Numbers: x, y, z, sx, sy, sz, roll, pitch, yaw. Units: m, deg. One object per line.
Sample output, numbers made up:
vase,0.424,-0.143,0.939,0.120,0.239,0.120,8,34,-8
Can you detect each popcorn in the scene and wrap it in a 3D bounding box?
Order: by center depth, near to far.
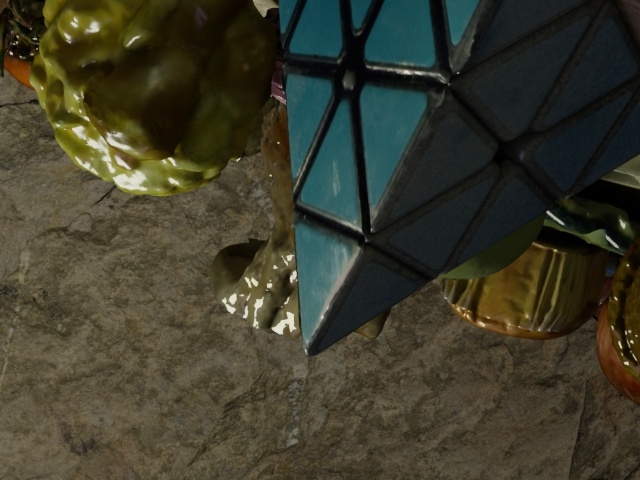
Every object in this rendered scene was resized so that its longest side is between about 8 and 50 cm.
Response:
popcorn,-0.138,-0.169,0.886,0.205,0.237,0.251,10,158,-27

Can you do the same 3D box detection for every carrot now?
carrot,-0.394,-0.311,1.508,0.214,0.193,0.331,5,177,7

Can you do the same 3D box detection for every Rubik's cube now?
Rubik's cube,0.076,-0.099,0.618,0.228,0.229,0.233,-12,115,26

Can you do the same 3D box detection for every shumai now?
shumai,0.000,0.000,1.090,0.267,0.262,0.314,40,-177,-17

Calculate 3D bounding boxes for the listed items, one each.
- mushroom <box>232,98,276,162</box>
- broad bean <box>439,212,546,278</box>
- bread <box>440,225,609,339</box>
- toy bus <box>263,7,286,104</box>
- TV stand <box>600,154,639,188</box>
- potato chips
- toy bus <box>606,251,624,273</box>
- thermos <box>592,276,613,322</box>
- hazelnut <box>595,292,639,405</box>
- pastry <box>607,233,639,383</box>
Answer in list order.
mushroom,-0.186,-0.218,1.477,0.266,0.190,0.164,-1,-153,34
broad bean,0.095,-0.069,0.831,0.228,0.169,0.100,38,-179,-7
bread,0.257,0.043,1.204,0.152,0.119,0.288,18,-170,21
toy bus,0.004,-0.162,0.959,0.203,0.090,0.063,27,-177,42
TV stand,0.252,-0.062,0.783,0.042,0.036,0.249,30,179,-30
potato chips,0.230,-0.059,1.111,0.358,0.070,0.429,22,-174,-32
toy bus,0.406,0.025,1.428,0.061,0.051,0.153,15,179,4
thermos,0.489,0.091,1.642,0.232,0.099,0.124,29,-142,-22
hazelnut,0.460,0.135,1.286,0.214,0.214,0.176,28,-138,31
pastry,0.344,0.062,0.872,0.188,0.189,0.103,28,177,-19
